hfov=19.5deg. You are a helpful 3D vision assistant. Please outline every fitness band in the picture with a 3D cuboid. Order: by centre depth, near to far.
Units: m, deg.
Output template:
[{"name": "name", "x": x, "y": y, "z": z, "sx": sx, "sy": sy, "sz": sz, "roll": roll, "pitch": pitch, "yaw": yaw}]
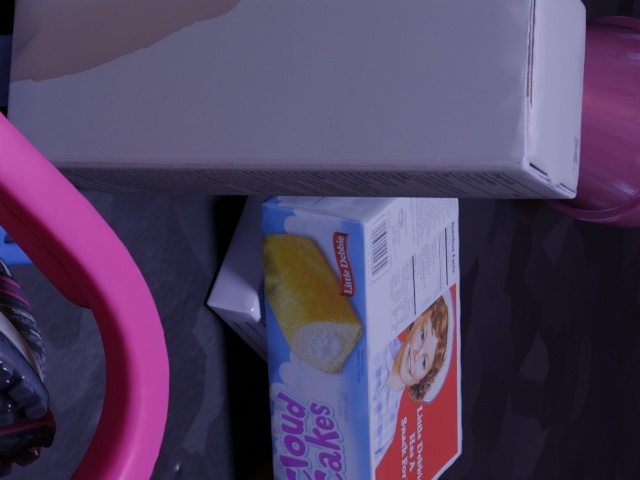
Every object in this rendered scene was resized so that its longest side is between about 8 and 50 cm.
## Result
[{"name": "fitness band", "x": -0.180, "y": 0.055, "z": 0.858, "sx": 0.291, "sy": 0.054, "sz": 0.209, "roll": 51, "pitch": 61, "yaw": -40}]

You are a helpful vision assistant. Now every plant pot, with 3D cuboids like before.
[{"name": "plant pot", "x": 0.240, "y": -0.122, "z": 1.734, "sx": 0.180, "sy": 0.201, "sz": 0.201, "roll": 12, "pitch": 87, "yaw": -47}]

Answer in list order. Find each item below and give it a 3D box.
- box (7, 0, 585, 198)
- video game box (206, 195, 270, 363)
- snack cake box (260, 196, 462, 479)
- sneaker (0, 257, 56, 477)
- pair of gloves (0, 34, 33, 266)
[{"name": "box", "x": -0.012, "y": -0.091, "z": 1.085, "sx": 0.148, "sy": 0.311, "sz": 0.121, "roll": 20, "pitch": 72, "yaw": -71}, {"name": "video game box", "x": 0.000, "y": 0.000, "z": 1.449, "sx": 0.187, "sy": 0.048, "sz": 0.205, "roll": 49, "pitch": 56, "yaw": -53}, {"name": "snack cake box", "x": 0.035, "y": 0.072, "z": 1.394, "sx": 0.152, "sy": 0.089, "sz": 0.264, "roll": -38, "pitch": 132, "yaw": -53}, {"name": "sneaker", "x": -0.245, "y": 0.003, "z": 0.934, "sx": 0.299, "sy": 0.120, "sz": 0.112, "roll": 56, "pitch": 15, "yaw": -40}, {"name": "pair of gloves", "x": -0.203, "y": -0.049, "z": 1.074, "sx": 0.159, "sy": 0.023, "sz": 0.198, "roll": -23, "pitch": 119, "yaw": -59}]
